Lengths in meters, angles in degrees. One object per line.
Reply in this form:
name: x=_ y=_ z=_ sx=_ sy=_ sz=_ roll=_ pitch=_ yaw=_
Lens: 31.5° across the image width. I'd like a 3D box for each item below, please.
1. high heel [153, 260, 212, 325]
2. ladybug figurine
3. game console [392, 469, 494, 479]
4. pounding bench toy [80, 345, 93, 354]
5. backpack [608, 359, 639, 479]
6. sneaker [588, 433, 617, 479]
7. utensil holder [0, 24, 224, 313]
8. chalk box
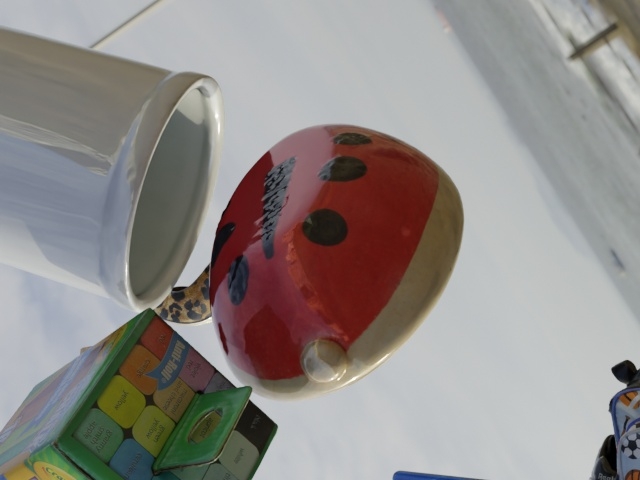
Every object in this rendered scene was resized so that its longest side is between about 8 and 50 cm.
high heel: x=-0.158 y=0.027 z=1.621 sx=0.093 sy=0.261 sz=0.186 roll=-16 pitch=-74 yaw=-59
ladybug figurine: x=0.000 y=0.000 z=1.234 sx=0.162 sy=0.305 sz=0.449 roll=53 pitch=-166 yaw=-22
game console: x=0.279 y=0.434 z=1.653 sx=0.250 sy=0.293 sz=0.173 roll=11 pitch=-101 yaw=-33
pounding bench toy: x=-0.286 y=0.168 z=1.438 sx=0.065 sy=0.083 sz=0.052 roll=66 pitch=-164 yaw=-55
backpack: x=0.429 y=0.265 z=1.164 sx=0.213 sy=0.277 sz=0.263 roll=-27 pitch=-72 yaw=-52
sneaker: x=0.428 y=0.319 z=1.563 sx=0.283 sy=0.107 sz=0.124 roll=-17 pitch=-66 yaw=-68
utensil holder: x=-0.366 y=-0.111 z=1.526 sx=0.386 sy=0.327 sz=0.327 roll=16 pitch=-173 yaw=9
chalk box: x=-0.177 y=0.201 z=1.053 sx=0.179 sy=0.289 sz=0.180 roll=44 pitch=-139 yaw=-13
